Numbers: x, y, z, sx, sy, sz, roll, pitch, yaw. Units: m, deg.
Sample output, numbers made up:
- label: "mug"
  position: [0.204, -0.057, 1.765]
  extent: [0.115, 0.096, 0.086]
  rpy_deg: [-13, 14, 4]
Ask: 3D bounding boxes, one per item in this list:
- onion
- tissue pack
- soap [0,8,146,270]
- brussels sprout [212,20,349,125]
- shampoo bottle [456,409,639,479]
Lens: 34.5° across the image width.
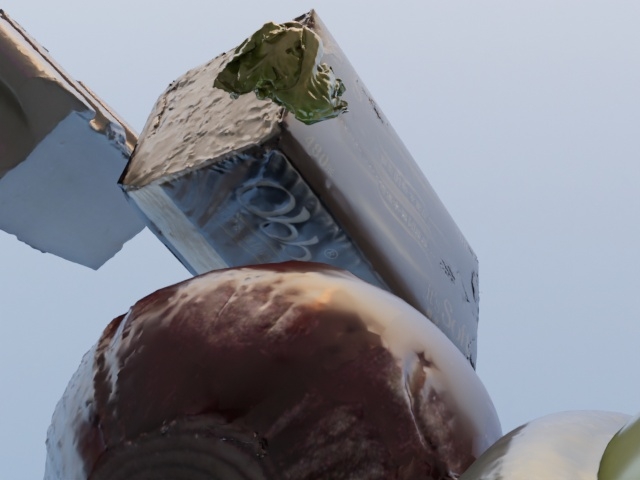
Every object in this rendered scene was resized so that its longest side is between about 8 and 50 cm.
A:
- label: "onion"
  position: [-0.032, 0.142, 0.728]
  extent: [0.336, 0.281, 0.260]
  rpy_deg: [24, -78, 28]
- label: "tissue pack"
  position: [0.000, 0.000, 1.007]
  extent: [0.198, 0.370, 0.210]
  rpy_deg: [-21, -144, 25]
- label: "soap"
  position: [-0.314, -0.129, 1.067]
  extent: [0.159, 0.258, 0.302]
  rpy_deg: [-47, -116, 4]
- label: "brussels sprout"
  position: [-0.018, -0.105, 0.641]
  extent: [0.085, 0.085, 0.058]
  rpy_deg: [22, -87, 23]
- label: "shampoo bottle"
  position: [0.153, 0.219, 0.372]
  extent: [0.322, 0.322, 0.317]
  rpy_deg: [48, -66, 29]
